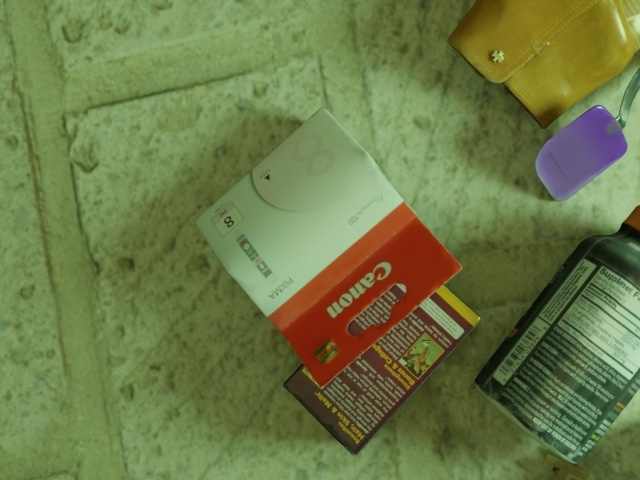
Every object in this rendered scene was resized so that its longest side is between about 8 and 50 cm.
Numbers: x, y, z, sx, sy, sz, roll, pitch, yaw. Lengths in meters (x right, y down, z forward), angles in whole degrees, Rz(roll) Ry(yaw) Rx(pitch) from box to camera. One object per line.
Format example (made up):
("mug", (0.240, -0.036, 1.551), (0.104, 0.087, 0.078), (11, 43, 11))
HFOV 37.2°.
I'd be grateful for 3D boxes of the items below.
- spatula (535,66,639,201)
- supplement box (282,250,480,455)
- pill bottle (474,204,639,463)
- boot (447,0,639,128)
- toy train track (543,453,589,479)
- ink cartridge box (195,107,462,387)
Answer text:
("spatula", (0.333, -0.165, 0.976), (0.296, 0.084, 0.030), (-49, 38, -3))
("supplement box", (0.065, 0.115, 0.982), (0.104, 0.081, 0.188), (43, 92, 9))
("pill bottle", (0.273, 0.085, 0.930), (0.130, 0.130, 0.245), (38, 92, 8))
("boot", (0.205, -0.276, 0.955), (0.211, 0.104, 0.295), (-39, 98, 8))
("toy train track", (0.246, 0.248, 0.984), (0.048, 0.014, 0.083), (24, 96, 2))
("ink cartridge box", (0.000, 0.000, 0.964), (0.189, 0.066, 0.232), (-41, 50, 4))
